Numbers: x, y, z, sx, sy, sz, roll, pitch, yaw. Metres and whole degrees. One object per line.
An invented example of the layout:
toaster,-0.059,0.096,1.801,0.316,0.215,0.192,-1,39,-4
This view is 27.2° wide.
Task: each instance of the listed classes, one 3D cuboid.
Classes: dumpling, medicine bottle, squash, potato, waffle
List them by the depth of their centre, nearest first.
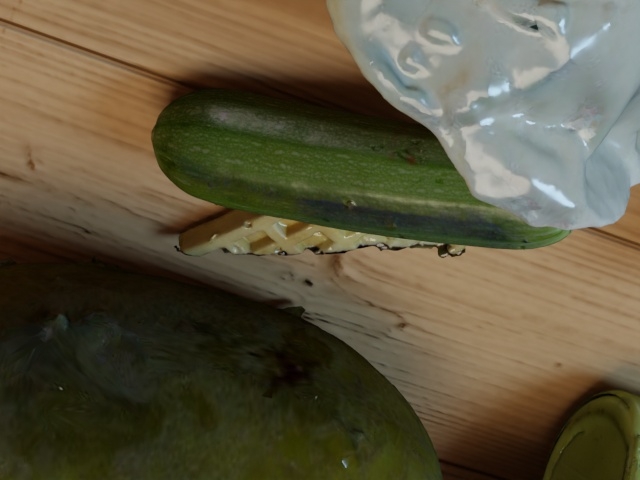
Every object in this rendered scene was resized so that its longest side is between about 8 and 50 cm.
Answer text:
dumpling,0.086,-0.090,0.596,0.229,0.151,0.124,33,156,-27
squash,0.020,-0.036,0.688,0.229,0.066,0.066,10,137,14
waffle,0.000,0.000,0.779,0.153,0.023,0.097,-25,127,25
potato,-0.104,0.135,0.780,0.359,0.269,0.219,-1,145,-29
medicine bottle,0.271,0.190,0.880,0.239,0.124,0.124,23,133,-17
